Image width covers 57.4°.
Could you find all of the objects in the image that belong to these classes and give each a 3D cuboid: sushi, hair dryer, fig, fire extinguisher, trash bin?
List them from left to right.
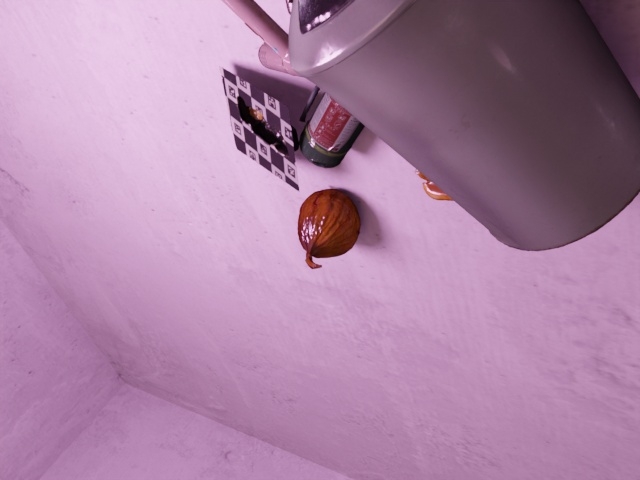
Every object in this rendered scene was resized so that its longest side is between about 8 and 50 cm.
[{"bbox_3d":[-0.080,-0.335,0.887,0.220,0.053,0.195,44,172,-40],"label":"hair dryer"},{"bbox_3d":[-0.096,-0.220,1.112,0.215,0.051,0.192,38,149,35],"label":"sushi"},{"bbox_3d":[0.000,0.000,1.169,0.134,0.201,0.146,-1,136,28],"label":"fig"},{"bbox_3d":[0.051,-0.236,0.954,0.118,0.093,0.294,40,144,2],"label":"fire extinguisher"},{"bbox_3d":[0.170,-0.204,0.677,0.432,0.280,0.280,38,147,-26],"label":"trash bin"}]

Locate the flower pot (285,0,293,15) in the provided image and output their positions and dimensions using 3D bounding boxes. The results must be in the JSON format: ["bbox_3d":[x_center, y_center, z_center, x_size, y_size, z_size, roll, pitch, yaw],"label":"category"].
[{"bbox_3d":[0.042,-0.371,0.825,0.251,0.084,0.178,15,138,29],"label":"flower pot"}]

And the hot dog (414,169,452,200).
[{"bbox_3d":[0.262,-0.101,0.950,0.236,0.062,0.092,12,137,27],"label":"hot dog"}]
